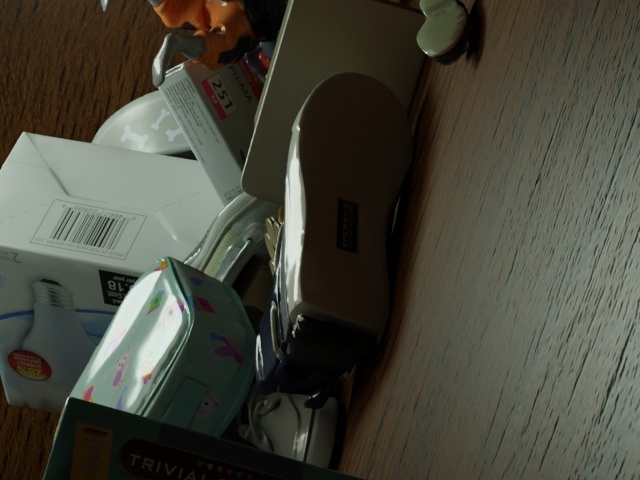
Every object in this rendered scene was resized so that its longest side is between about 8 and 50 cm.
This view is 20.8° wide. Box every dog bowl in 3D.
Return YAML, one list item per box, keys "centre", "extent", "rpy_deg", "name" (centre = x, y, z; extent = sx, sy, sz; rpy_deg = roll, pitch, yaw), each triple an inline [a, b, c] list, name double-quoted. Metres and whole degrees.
- centre: [-0.165, -0.077, 2.558]
  extent: [0.349, 0.348, 0.102]
  rpy_deg: [112, 160, -48]
  name: "dog bowl"

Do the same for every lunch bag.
- centre: [-0.174, 0.174, 1.804]
  extent: [0.279, 0.108, 0.224]
  rpy_deg: [-60, 25, 11]
  name: "lunch bag"

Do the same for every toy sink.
- centre: [0.014, -0.152, 1.883]
  extent: [0.131, 0.152, 0.234]
  rpy_deg: [-102, 28, -79]
  name: "toy sink"

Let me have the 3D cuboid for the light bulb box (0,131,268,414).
- centre: [-0.268, 0.073, 2.442]
  extent: [0.361, 0.358, 0.225]
  rpy_deg: [85, -160, -45]
  name: "light bulb box"

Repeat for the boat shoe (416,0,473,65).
- centre: [0.113, -0.184, 1.553]
  extent: [0.137, 0.049, 0.043]
  rpy_deg: [-90, -25, -63]
  name: "boat shoe"

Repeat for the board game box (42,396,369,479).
- centre: [-0.096, 0.216, 1.416]
  extent: [0.336, 0.253, 0.079]
  rpy_deg: [127, 158, -74]
  name: "board game box"

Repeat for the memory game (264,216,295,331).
- centre: [-0.021, 0.062, 1.834]
  extent: [0.186, 0.012, 0.186]
  rpy_deg: [160, 90, -79]
  name: "memory game"

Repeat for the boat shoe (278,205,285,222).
- centre: [-0.008, 0.022, 1.911]
  extent: [0.207, 0.073, 0.073]
  rpy_deg: [-108, 22, -63]
  name: "boat shoe"

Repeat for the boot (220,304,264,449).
- centre: [-0.200, 0.315, 2.067]
  extent: [0.445, 0.146, 0.367]
  rpy_deg: [-39, 34, 50]
  name: "boot"

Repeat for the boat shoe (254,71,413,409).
- centre: [0.000, 0.000, 1.689]
  extent: [0.158, 0.127, 0.340]
  rpy_deg: [123, 163, -47]
  name: "boat shoe"

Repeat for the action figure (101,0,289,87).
- centre: [-0.059, -0.259, 2.115]
  extent: [0.341, 0.330, 0.178]
  rpy_deg: [40, 130, 53]
  name: "action figure"

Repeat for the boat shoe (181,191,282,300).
- centre: [-0.092, 0.022, 2.119]
  extent: [0.320, 0.103, 0.118]
  rpy_deg: [-48, -7, 21]
  name: "boat shoe"

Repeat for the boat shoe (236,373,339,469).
- centre: [-0.040, 0.176, 1.748]
  extent: [0.267, 0.088, 0.096]
  rpy_deg: [-114, 36, -73]
  name: "boat shoe"

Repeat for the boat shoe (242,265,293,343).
- centre: [-0.076, 0.152, 2.187]
  extent: [0.098, 0.109, 0.302]
  rpy_deg: [123, 157, -54]
  name: "boat shoe"

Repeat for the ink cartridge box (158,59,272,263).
- centre: [-0.081, -0.130, 2.299]
  extent: [0.060, 0.275, 0.239]
  rpy_deg: [-25, 7, 30]
  name: "ink cartridge box"
